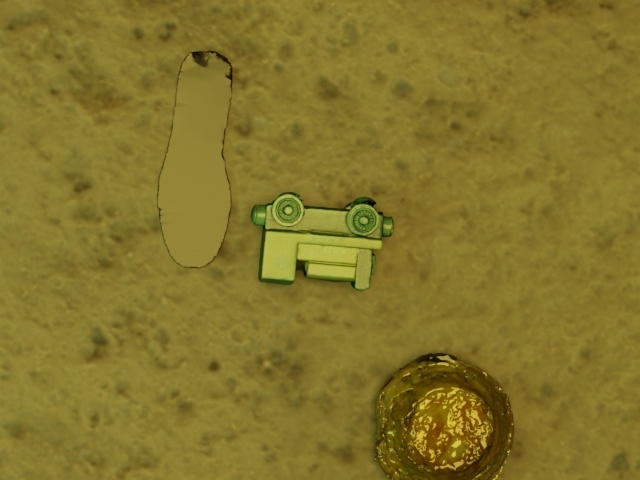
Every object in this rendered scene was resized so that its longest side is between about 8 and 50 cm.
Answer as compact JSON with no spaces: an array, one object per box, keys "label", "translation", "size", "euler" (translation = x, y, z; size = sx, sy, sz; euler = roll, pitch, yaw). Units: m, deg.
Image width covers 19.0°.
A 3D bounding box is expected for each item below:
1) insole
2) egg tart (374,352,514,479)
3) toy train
[{"label":"insole","translation":[-0.104,-0.070,1.634],"size":[0.064,0.004,0.188],"euler":[6,85,-7]},{"label":"egg tart","translation":[0.104,0.161,1.621],"size":[0.130,0.052,0.130],"euler":[0,89,-8]},{"label":"toy train","translation":[0.000,0.000,1.621],"size":[0.122,0.050,0.081],"euler":[6,90,-7]}]
